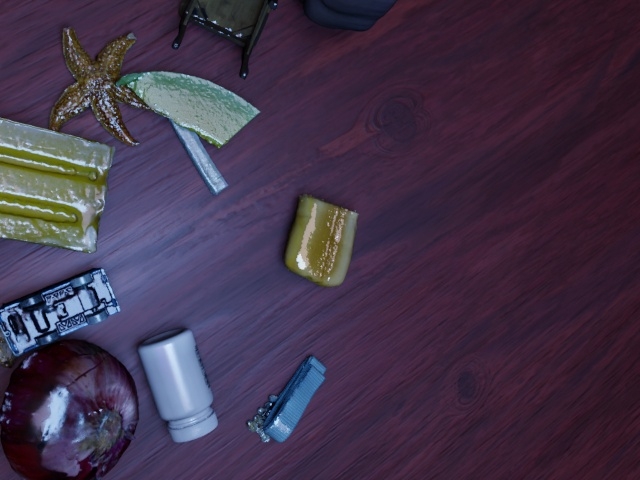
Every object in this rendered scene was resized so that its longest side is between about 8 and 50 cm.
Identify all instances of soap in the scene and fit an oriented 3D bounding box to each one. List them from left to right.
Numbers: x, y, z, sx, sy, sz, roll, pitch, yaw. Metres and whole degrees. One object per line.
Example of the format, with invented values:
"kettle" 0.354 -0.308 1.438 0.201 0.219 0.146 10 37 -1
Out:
"soap" -0.517 -0.096 1.157 0.315 0.091 0.199 10 82 -29

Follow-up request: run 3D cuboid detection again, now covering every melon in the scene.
"melon" -0.247 -0.247 1.292 0.262 0.053 0.113 19 80 -22

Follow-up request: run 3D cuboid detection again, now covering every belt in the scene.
"belt" -0.056 0.309 1.366 0.065 0.100 0.179 45 61 -13

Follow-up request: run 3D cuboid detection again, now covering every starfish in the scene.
"starfish" -0.394 -0.270 1.257 0.227 0.043 0.240 42 80 -14

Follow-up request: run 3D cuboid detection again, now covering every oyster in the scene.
"oyster" -0.552 0.183 1.210 0.054 0.019 0.083 -26 91 1

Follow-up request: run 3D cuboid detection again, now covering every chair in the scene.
"chair" -0.160 -0.464 1.296 0.160 0.319 0.186 20 128 -17

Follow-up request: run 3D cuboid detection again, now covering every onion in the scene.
"onion" -0.429 0.290 1.166 0.219 0.252 0.252 -1 90 25

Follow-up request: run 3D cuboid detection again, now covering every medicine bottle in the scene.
"medicine bottle" -0.256 0.261 1.271 0.103 0.103 0.186 -19 97 -18

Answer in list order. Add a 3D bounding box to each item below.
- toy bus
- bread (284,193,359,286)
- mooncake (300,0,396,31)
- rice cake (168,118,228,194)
"toy bus" -0.450 0.119 1.201 0.185 0.106 0.090 -23 101 -23
"bread" -0.001 0.000 1.370 0.134 0.085 0.173 20 82 -22
"mooncake" 0.060 -0.539 1.282 0.154 0.306 0.305 2 89 -18
"rice cake" -0.231 -0.164 1.319 0.033 0.029 0.170 -34 100 -21
